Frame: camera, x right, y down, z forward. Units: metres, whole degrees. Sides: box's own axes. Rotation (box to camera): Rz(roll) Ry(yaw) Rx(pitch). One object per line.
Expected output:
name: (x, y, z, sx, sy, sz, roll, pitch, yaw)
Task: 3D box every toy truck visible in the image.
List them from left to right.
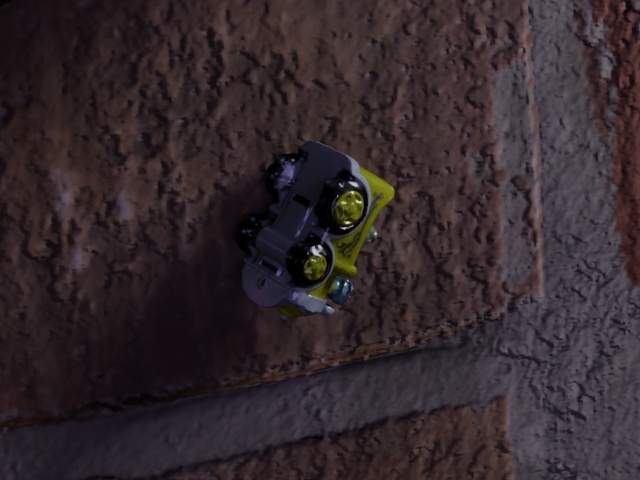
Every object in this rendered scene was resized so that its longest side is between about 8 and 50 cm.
toy truck: (0.000, 0.000, 0.920, 0.077, 0.076, 0.111, 24, 94, -41)
